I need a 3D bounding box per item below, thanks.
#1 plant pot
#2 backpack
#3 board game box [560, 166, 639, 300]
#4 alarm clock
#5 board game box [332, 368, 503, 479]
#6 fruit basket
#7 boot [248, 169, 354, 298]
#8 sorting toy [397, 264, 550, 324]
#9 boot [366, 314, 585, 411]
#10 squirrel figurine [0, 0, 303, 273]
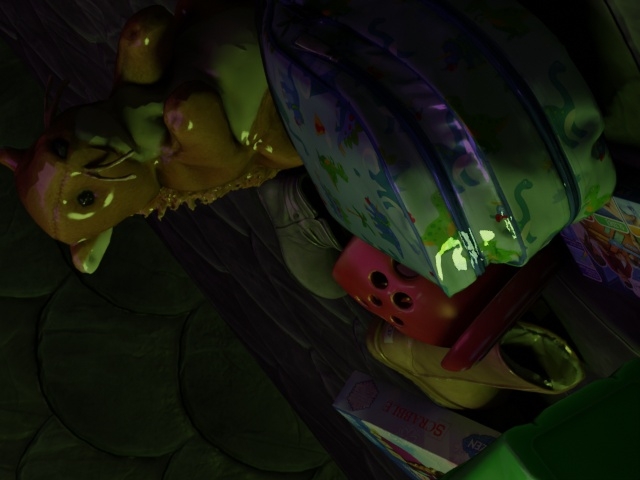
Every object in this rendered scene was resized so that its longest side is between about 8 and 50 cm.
[{"bbox_3d":[0.136,0.021,1.671,0.174,0.191,0.191,40,165,8],"label":"plant pot"},{"bbox_3d":[0.093,-0.108,1.400,0.356,0.273,0.290,21,142,43],"label":"backpack"},{"bbox_3d":[0.271,-0.004,1.455,0.136,0.035,0.201,58,166,-24],"label":"board game box"},{"bbox_3d":[0.229,0.230,2.164,0.129,0.064,0.192,59,168,-26],"label":"alarm clock"},{"bbox_3d":[0.215,0.315,2.163,0.318,0.066,0.318,20,161,47],"label":"board game box"},{"bbox_3d":[0.269,0.345,1.559,0.392,0.283,0.392,48,154,34],"label":"fruit basket"},{"bbox_3d":[0.000,0.000,2.312,0.161,0.083,0.246,19,146,57],"label":"boot"},{"bbox_3d":[0.155,0.010,1.903,0.307,0.041,0.229,33,161,38],"label":"sorting toy"},{"bbox_3d":[0.208,0.151,1.929,0.236,0.089,0.269,22,168,-31],"label":"boot"},{"bbox_3d":[-0.183,-0.115,1.965,0.281,0.370,0.397,50,167,9],"label":"squirrel figurine"}]
